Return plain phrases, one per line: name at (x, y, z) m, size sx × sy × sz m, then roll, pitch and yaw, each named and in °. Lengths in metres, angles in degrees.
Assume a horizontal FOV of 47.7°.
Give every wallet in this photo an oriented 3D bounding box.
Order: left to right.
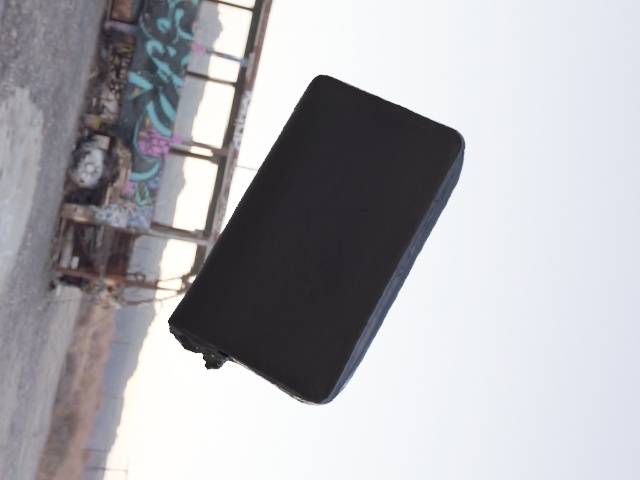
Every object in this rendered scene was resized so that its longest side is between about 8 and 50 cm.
wallet at (0.000, 0.000, 0.551) m, size 0.250 × 0.149 × 0.044 m, roll -62°, pitch 164°, yaw -11°
